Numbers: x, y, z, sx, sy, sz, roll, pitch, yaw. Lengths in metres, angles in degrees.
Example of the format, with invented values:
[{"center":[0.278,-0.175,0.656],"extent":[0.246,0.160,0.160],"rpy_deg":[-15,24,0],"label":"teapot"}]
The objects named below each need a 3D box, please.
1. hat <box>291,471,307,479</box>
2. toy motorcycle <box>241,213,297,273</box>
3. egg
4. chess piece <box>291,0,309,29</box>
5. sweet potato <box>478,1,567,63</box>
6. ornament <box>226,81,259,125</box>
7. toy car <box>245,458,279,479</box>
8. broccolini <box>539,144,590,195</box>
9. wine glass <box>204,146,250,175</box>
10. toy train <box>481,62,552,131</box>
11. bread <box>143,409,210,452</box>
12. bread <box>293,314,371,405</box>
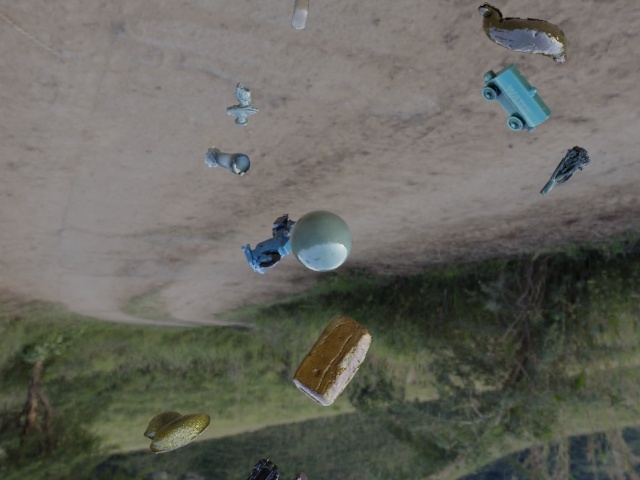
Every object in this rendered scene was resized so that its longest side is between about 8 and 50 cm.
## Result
[{"center":[-0.077,0.810,1.918],"extent":[0.042,0.087,0.058],"rpy_deg":[44,142,-1],"label":"hat"},{"center":[-0.169,0.018,2.050],"extent":[0.182,0.272,0.123],"rpy_deg":[-7,121,34],"label":"toy motorcycle"},{"center":[0.000,0.000,1.419],"extent":[0.150,0.149,0.192],"rpy_deg":[8,-175,-20],"label":"egg"},{"center":[-0.051,-0.573,1.462],"extent":[0.038,0.083,0.083],"rpy_deg":[9,168,-3],"label":"chess piece"},{"center":[0.546,-0.533,1.517],"extent":[0.310,0.097,0.124],"rpy_deg":[15,-159,-16],"label":"sweet potato"},{"center":[-0.170,-0.291,1.263],"extent":[0.069,0.041,0.092],"rpy_deg":[11,132,-36],"label":"ornament"},{"center":[-0.244,0.931,2.194],"extent":[0.103,0.216,0.063],"rpy_deg":[36,167,9],"label":"toy car"},{"center":[0.827,-0.240,1.989],"extent":[0.091,0.068,0.203],"rpy_deg":[32,123,-23],"label":"broccolini"},{"center":[-0.299,-0.254,1.860],"extent":[0.156,0.072,0.072],"rpy_deg":[19,-179,41],"label":"wine glass"},{"center":[0.637,-0.461,1.876],"extent":[0.248,0.101,0.159],"rpy_deg":[47,159,-11],"label":"toy train"},{"center":[-0.415,0.525,1.674],"extent":[0.188,0.065,0.149],"rpy_deg":[-19,-155,-24],"label":"bread"},{"center":[0.040,0.398,1.964],"extent":[0.167,0.294,0.132],"rpy_deg":[24,158,33],"label":"bread"}]
